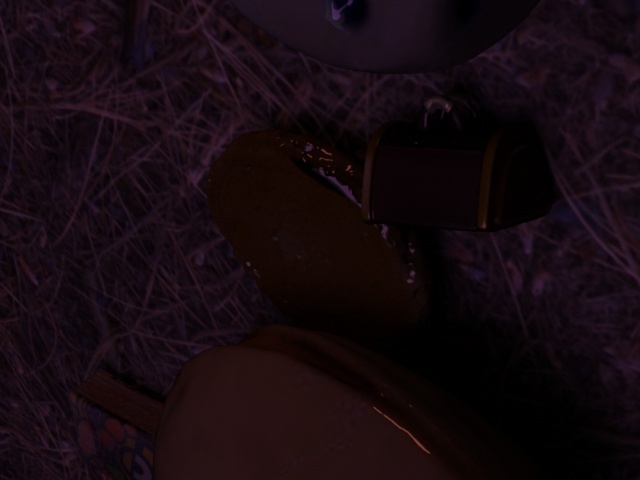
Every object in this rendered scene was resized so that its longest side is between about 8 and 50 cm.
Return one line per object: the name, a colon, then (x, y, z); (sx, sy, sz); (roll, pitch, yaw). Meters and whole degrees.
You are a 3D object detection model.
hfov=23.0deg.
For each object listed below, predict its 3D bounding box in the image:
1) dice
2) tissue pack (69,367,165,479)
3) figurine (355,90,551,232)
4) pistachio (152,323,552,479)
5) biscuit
dice: (0.045, -0.229, 0.955); (0.191, 0.193, 0.194); (27, 135, 25)
tissue pack: (-0.188, 0.211, 1.636); (0.148, 0.060, 0.109); (24, 134, 31)
figurine: (0.085, -0.060, 1.151); (0.154, 0.082, 0.098); (8, 110, 41)
pistachio: (0.033, 0.245, 1.292); (0.445, 0.281, 0.365); (22, 132, 48)
biscuit: (0.000, 0.000, 1.291); (0.226, 0.042, 0.226); (29, 143, 24)
